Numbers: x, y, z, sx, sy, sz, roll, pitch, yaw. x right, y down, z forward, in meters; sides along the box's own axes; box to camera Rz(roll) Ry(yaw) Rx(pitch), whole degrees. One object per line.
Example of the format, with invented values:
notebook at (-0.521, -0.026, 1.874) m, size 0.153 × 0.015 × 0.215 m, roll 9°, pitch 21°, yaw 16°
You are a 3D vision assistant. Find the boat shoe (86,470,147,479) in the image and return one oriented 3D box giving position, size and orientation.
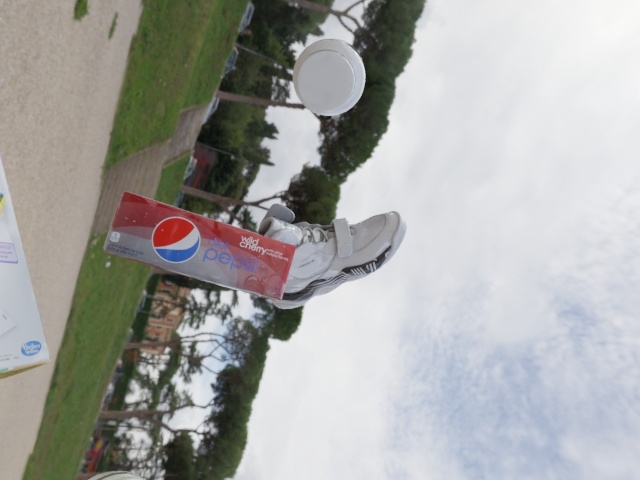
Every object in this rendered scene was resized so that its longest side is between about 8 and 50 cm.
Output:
boat shoe at (-0.268, 0.515, 0.476) m, size 0.156 × 0.187 × 0.499 m, roll -17°, pitch -116°, yaw 30°

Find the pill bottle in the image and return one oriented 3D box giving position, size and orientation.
pill bottle at (0.025, -0.413, 1.168) m, size 0.318 × 0.177 × 0.176 m, roll -79°, pitch -167°, yaw -66°

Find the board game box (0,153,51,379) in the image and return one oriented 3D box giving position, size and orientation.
board game box at (-0.395, -0.014, 0.431) m, size 0.242 × 0.064 × 0.316 m, roll 47°, pitch 24°, yaw -79°

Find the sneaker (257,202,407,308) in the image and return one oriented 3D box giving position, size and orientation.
sneaker at (0.000, 0.000, 1.029) m, size 0.366 × 0.210 × 0.137 m, roll -29°, pitch -145°, yaw 11°

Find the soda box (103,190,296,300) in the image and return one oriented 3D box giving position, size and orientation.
soda box at (-0.177, 0.013, 0.700) m, size 0.083 × 0.263 × 0.092 m, roll -8°, pitch -115°, yaw 65°
